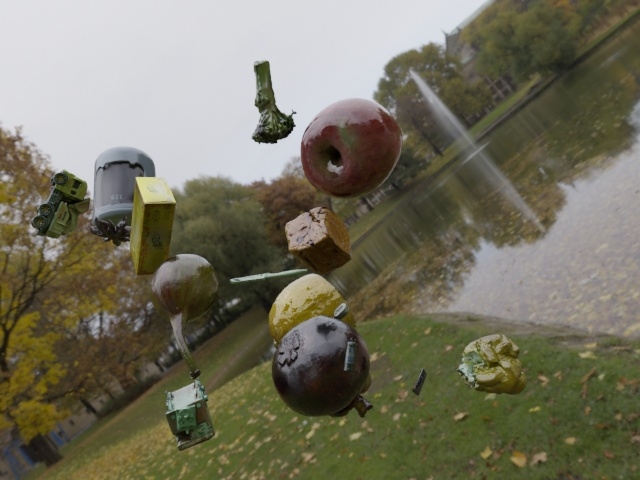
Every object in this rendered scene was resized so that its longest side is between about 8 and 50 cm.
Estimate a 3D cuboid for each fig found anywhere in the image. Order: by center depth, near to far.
[{"bbox_3d":[-0.235,0.128,0.871,0.124,0.124,0.236,-41,41,27],"label":"fig"}]

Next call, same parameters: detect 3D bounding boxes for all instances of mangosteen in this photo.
[{"bbox_3d":[0.013,0.364,1.470,0.293,0.297,0.297,10,-33,-30],"label":"mangosteen"}]

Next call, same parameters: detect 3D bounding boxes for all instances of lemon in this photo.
[{"bbox_3d":[-0.059,0.339,2.121,0.364,0.364,0.364,-40,-1,-1],"label":"lemon"}]

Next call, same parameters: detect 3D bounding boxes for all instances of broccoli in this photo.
[{"bbox_3d":[-0.196,-0.511,1.883,0.164,0.304,0.145,-17,16,-31],"label":"broccoli"}]

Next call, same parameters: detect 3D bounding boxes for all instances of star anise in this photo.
[{"bbox_3d":[-0.584,-0.021,1.450,0.141,0.042,0.141,-3,-30,-2],"label":"star anise"}]

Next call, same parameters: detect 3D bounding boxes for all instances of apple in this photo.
[{"bbox_3d":[0.107,-0.305,1.673,0.269,0.345,0.345,-35,-4,-46],"label":"apple"}]

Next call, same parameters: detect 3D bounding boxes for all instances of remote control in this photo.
[{"bbox_3d":[0.312,0.445,1.605,0.016,0.034,0.091,-17,24,40],"label":"remote control"}]

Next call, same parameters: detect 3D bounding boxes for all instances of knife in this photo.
[{"bbox_3d":[-0.192,0.133,1.904,0.293,0.020,0.043,-8,23,-13],"label":"knife"}]

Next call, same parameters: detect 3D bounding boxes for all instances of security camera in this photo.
[{"bbox_3d":[0.052,0.238,1.624,0.092,0.058,0.058,-49,-3,8],"label":"security camera"}]

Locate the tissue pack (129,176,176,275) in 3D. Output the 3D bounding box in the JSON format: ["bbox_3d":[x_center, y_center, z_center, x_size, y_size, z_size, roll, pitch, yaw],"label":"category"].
[{"bbox_3d":[-0.335,-0.028,1.004,0.062,0.095,0.176,-3,-50,-29],"label":"tissue pack"}]

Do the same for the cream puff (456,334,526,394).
[{"bbox_3d":[0.542,0.380,1.578,0.194,0.195,0.221,-40,5,-7],"label":"cream puff"}]

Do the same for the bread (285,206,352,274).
[{"bbox_3d":[0.000,0.000,1.478,0.149,0.158,0.143,-33,43,26],"label":"bread"}]

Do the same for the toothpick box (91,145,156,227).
[{"bbox_3d":[-0.757,-0.202,1.987,0.263,0.355,0.263,-8,-21,-3],"label":"toothpick box"}]

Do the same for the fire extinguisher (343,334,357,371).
[{"bbox_3d":[0.070,0.263,1.185,0.038,0.025,0.083,146,136,-66],"label":"fire extinguisher"}]

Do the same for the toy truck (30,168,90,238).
[{"bbox_3d":[-0.706,-0.091,1.401,0.085,0.116,0.191,-4,63,55],"label":"toy truck"}]

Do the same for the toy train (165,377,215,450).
[{"bbox_3d":[-0.408,0.535,1.593,0.129,0.159,0.326,-18,0,-17],"label":"toy train"}]
